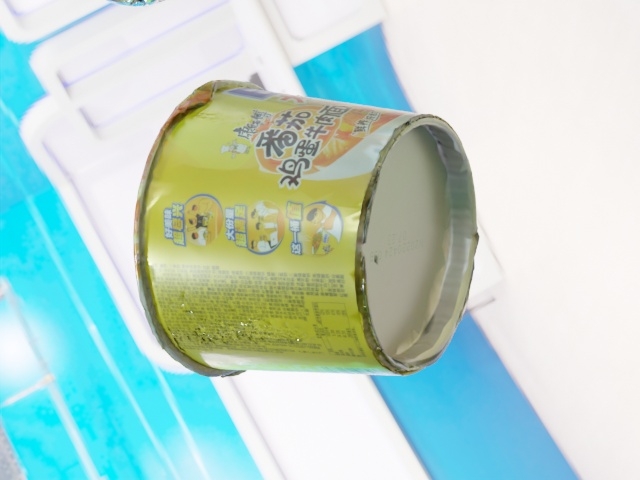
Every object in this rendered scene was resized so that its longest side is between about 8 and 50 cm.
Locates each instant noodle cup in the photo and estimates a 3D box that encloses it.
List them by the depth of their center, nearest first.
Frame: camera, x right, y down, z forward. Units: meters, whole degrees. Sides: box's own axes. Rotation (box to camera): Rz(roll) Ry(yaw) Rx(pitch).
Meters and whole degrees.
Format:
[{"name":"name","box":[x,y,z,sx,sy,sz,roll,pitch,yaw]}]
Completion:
[{"name":"instant noodle cup","box":[0.000,0.000,0.642,0.153,0.205,0.205,6,136,33]}]

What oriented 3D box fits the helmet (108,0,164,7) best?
[{"name":"helmet","box":[-0.183,-0.342,1.105,0.130,0.198,0.224,37,147,25]}]
